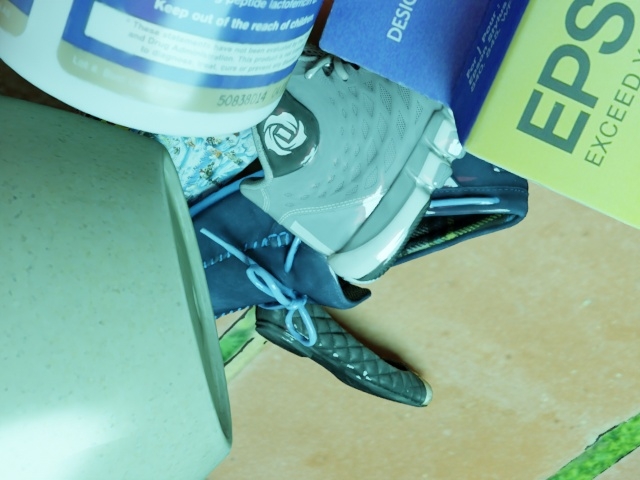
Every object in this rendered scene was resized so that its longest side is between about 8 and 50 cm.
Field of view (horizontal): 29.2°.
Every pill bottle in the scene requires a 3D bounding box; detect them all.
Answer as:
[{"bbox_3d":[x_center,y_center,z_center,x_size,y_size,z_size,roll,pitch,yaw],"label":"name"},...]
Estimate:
[{"bbox_3d":[-0.043,-0.190,0.521,0.153,0.153,0.264,15,121,-19],"label":"pill bottle"}]

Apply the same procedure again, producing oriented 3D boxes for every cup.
[{"bbox_3d":[-0.178,0.056,0.642,0.237,0.331,0.331,-12,133,-2],"label":"cup"}]

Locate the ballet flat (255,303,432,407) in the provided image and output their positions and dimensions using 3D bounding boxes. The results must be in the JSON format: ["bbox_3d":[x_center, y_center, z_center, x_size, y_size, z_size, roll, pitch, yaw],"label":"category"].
[{"bbox_3d":[0.024,0.075,0.860,0.173,0.049,0.057,34,163,-37],"label":"ballet flat"}]

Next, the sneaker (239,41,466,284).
[{"bbox_3d":[0.034,-0.101,0.652,0.132,0.086,0.228,33,93,-1],"label":"sneaker"}]

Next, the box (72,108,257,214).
[{"bbox_3d":[-0.078,-0.074,0.721,0.137,0.027,0.094,-38,127,26],"label":"box"}]

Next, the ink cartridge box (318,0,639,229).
[{"bbox_3d":[0.179,-0.145,0.479,0.307,0.072,0.303,24,114,6],"label":"ink cartridge box"}]

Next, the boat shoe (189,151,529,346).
[{"bbox_3d":[0.000,0.000,0.740,0.258,0.089,0.109,-28,152,22],"label":"boat shoe"}]
